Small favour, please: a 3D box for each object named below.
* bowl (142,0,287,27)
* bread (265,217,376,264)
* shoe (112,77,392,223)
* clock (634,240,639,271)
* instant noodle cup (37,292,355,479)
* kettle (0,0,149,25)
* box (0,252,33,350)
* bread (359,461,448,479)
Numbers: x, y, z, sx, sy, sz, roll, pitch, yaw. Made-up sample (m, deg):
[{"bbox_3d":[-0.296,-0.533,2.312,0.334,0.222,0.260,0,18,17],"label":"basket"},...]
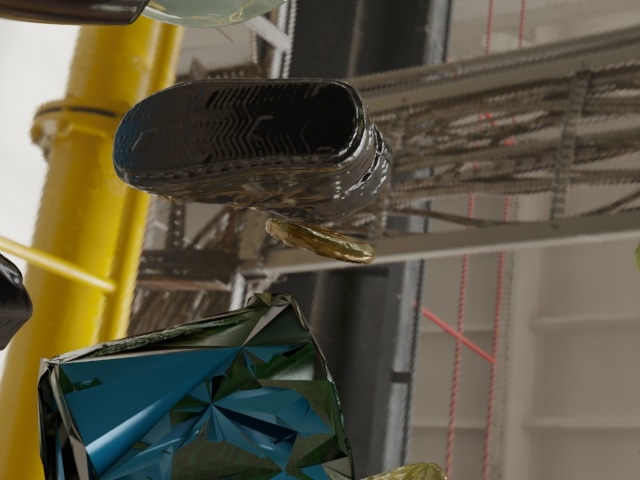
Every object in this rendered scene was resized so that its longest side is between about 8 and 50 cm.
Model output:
[{"bbox_3d":[-0.176,-0.422,0.978,0.435,0.196,0.434,7,-72,21],"label":"bowl"},{"bbox_3d":[0.000,0.000,0.942,0.110,0.110,0.024,18,-85,35],"label":"bread"},{"bbox_3d":[-0.092,-0.122,1.441,0.384,0.237,0.171,-5,-110,15],"label":"shoe"},{"bbox_3d":[0.469,-0.023,1.138,0.143,0.096,0.202,33,-78,24],"label":"clock"},{"bbox_3d":[-0.100,0.161,0.716,0.240,0.178,0.240,173,-90,-67],"label":"instant noodle cup"},{"bbox_3d":[-0.232,-0.245,0.762,0.202,0.232,0.144,-1,-95,59],"label":"kettle"},{"bbox_3d":[-0.350,-0.036,0.699,0.073,0.289,0.290,-44,-97,-1],"label":"box"},{"bbox_3d":[0.062,0.429,0.949,0.233,0.245,0.361,-21,-85,12],"label":"bread"}]
